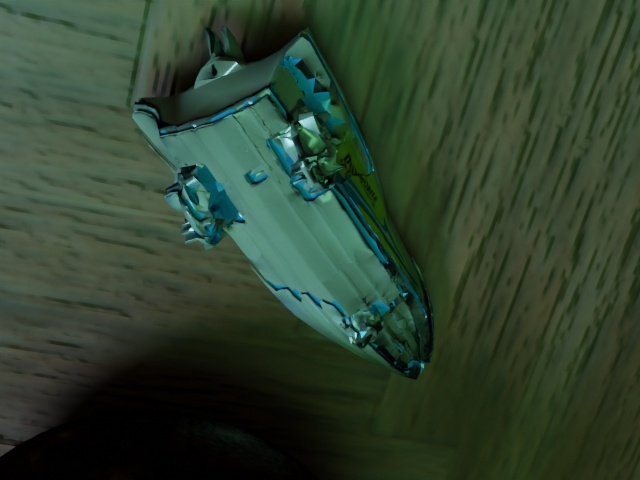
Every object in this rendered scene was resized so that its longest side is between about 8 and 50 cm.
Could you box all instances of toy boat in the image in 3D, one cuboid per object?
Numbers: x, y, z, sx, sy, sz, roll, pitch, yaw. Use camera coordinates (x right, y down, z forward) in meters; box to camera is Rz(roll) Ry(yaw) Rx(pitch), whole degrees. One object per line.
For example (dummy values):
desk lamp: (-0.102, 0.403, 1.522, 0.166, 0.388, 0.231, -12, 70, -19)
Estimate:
toy boat: (0.000, 0.000, 0.529, 0.084, 0.066, 0.210, -21, 130, 18)

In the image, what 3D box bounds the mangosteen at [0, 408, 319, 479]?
mangosteen: (-0.064, 0.196, 0.493, 0.231, 0.289, 0.231, -3, 99, -17)
